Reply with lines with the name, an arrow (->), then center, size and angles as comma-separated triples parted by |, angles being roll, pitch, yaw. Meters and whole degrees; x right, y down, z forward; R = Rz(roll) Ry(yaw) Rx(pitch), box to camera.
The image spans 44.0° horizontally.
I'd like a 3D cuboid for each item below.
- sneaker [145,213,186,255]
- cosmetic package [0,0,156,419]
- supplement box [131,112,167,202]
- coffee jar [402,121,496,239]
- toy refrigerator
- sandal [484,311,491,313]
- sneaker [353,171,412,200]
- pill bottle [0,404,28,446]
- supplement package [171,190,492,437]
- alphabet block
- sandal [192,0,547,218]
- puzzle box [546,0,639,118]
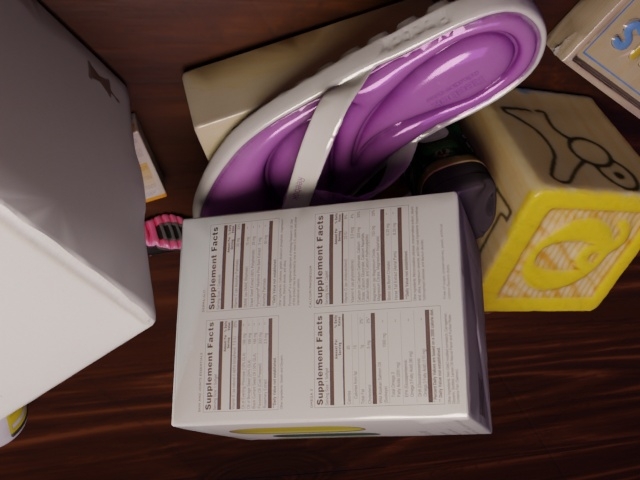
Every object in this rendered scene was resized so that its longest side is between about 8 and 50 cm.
sneaker -> -0.207, 0.002, 0.961 | 0.119, 0.047, 0.057 | -6, 157, -13
cosmetic package -> -0.397, -0.029, 0.648 | 0.393, 0.330, 0.327 | -32, 135, 13
supplement box -> -0.214, -0.085, 0.868 | 0.062, 0.036, 0.098 | -16, 137, -2
coffee jar -> 0.130, -0.085, 0.878 | 0.079, 0.184, 0.096 | -16, 137, -3
toy refrigerator -> 0.002, -0.157, 0.832 | 0.269, 0.094, 0.102 | -18, 144, 0
sandal -> 0.207, 0.038, 1.135 | 0.180, 0.049, 0.072 | 37, 109, -25
sneaker -> 0.000, 0.000, 1.008 | 0.290, 0.106, 0.123 | -29, 100, 23
pill bottle -> -0.437, 0.179, 1.008 | 0.103, 0.103, 0.184 | -5, 135, -14
supplement package -> 0.021, 0.087, 0.773 | 0.262, 0.198, 0.199 | -5, 162, 16
alphabet block -> 0.255, -0.049, 0.950 | 0.192, 0.197, 0.194 | 1, 134, -19
sandal -> 0.032, -0.088, 0.766 | 0.416, 0.102, 0.169 | -36, 139, 25
puzzle box -> 0.491, -0.240, 0.945 | 0.408, 0.052, 0.272 | 21, 125, -34
